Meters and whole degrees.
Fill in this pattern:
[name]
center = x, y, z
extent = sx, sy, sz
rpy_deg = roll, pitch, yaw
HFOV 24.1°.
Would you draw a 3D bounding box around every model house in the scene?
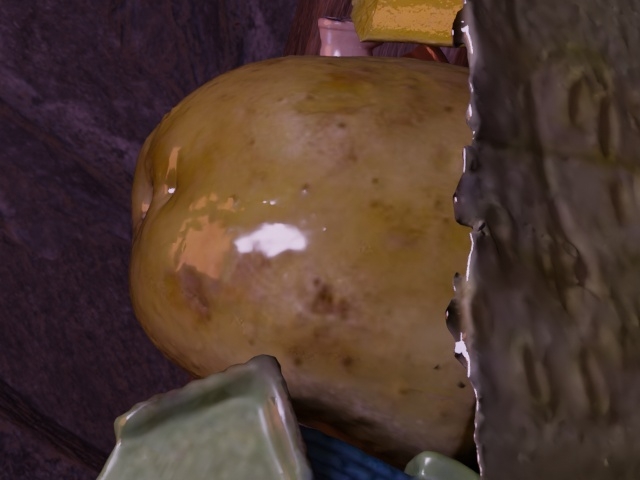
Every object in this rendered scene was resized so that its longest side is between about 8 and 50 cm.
[model house]
center = -0.018, 0.171, 0.701
extent = 0.195, 0.214, 0.189
rpy_deg = 93, -158, -72

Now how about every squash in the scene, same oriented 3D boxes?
[squash]
center = 0.075, 0.028, 0.486
extent = 0.155, 0.204, 0.237
rpy_deg = -30, 47, 47

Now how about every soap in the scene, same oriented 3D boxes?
[soap]
center = 0.075, -0.164, 1.002
extent = 0.168, 0.033, 0.089
rpy_deg = 1, 59, 40

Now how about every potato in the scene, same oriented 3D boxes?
[potato]
center = 0.000, 0.000, 0.844
extent = 0.242, 0.242, 0.285
rpy_deg = 115, 166, -46

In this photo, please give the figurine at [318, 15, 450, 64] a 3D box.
[figurine]
center = 0.009, -0.025, 1.093
extent = 0.200, 0.133, 0.276
rpy_deg = -106, 35, -82
